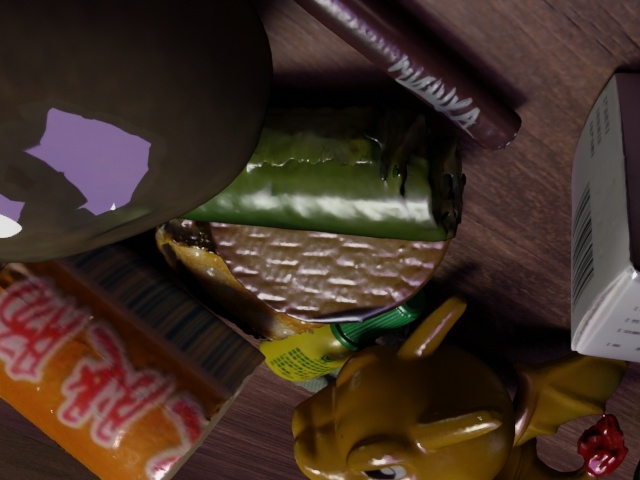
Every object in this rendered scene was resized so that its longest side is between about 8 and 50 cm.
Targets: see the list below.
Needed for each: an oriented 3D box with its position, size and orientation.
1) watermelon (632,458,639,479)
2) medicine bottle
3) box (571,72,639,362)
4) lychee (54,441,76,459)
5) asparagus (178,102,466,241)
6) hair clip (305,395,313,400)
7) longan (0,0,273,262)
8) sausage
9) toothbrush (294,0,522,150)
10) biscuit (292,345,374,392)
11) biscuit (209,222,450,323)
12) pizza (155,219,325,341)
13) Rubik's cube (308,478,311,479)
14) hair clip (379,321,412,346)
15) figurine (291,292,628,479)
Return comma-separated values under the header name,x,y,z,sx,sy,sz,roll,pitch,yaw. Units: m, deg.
name,x,y,z,sx,sy,sz,roll,pitch,yaw
watermelon,0.604,0.397,0.899,0.284,0.285,0.285,9,149,6
medicine bottle,0.026,0.125,0.846,0.111,0.076,0.309,25,146,-23
box,0.357,-0.002,0.432,0.332,0.173,0.145,6,150,11
lychee,-0.295,0.226,0.973,0.267,0.268,0.268,9,149,6
asparagus,-0.068,-0.065,0.548,0.381,0.108,0.128,5,179,16
hair clip,0.096,0.323,1.040,0.282,0.173,0.113,-9,149,-40
longan,-0.152,-0.101,0.399,0.245,0.246,0.215,-3,174,23
sausage,-0.243,0.143,0.750,0.287,0.233,0.233,38,146,1
toothbrush,0.009,-0.166,0.422,0.363,0.041,0.041,30,145,-26
biscuit,0.028,0.211,1.022,0.199,0.041,0.121,-17,137,38
biscuit,0.000,0.000,0.624,0.228,0.031,0.176,29,104,3
pizza,-0.064,0.026,0.724,0.251,0.074,0.287,33,142,-31
Rubik's cube,0.143,0.587,1.292,0.336,0.345,0.344,6,147,8
hair clip,0.106,0.140,0.883,0.030,0.039,0.115,16,151,4
figurine,0.194,0.247,0.805,0.387,0.401,0.268,37,179,-37
